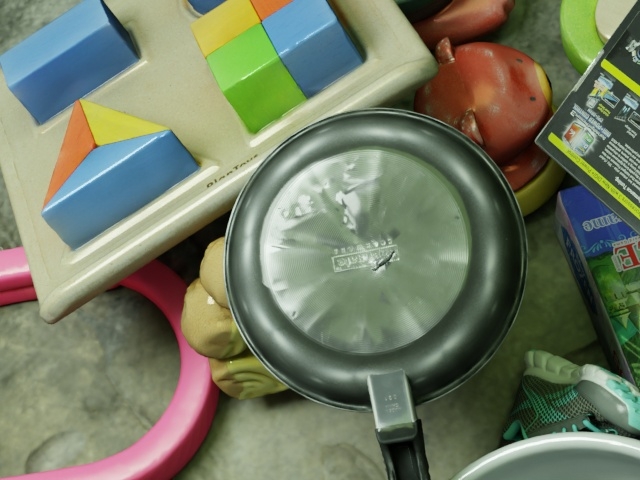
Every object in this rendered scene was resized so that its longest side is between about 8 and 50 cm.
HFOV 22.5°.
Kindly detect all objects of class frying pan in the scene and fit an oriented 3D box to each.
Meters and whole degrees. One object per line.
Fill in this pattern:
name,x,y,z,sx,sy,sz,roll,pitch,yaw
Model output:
frying pan,0.017,0.072,1.012,0.197,0.053,0.326,12,83,11

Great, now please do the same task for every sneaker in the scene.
sneaker,0.178,0.126,1.110,0.065,0.166,0.076,31,83,-15

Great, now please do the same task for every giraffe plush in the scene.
giraffe plush,0.000,0.000,1.171,0.210,0.181,0.170,3,53,-18

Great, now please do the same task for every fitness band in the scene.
fitness band,-0.219,0.107,1.204,0.291,0.054,0.209,-10,63,2

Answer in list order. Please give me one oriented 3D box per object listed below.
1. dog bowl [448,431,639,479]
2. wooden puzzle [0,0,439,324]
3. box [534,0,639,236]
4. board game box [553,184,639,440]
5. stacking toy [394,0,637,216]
dog bowl,0.172,0.260,1.015,0.265,0.104,0.265,-8,68,21
wooden puzzle,-0.111,-0.134,1.191,0.322,0.080,0.348,-33,38,5
box,0.293,-0.077,1.071,0.216,0.060,0.270,-56,43,14
board game box,0.370,0.066,1.155,0.318,0.066,0.318,-17,63,-3
stacking toy,0.148,-0.204,1.251,0.279,0.130,0.309,-31,63,5
